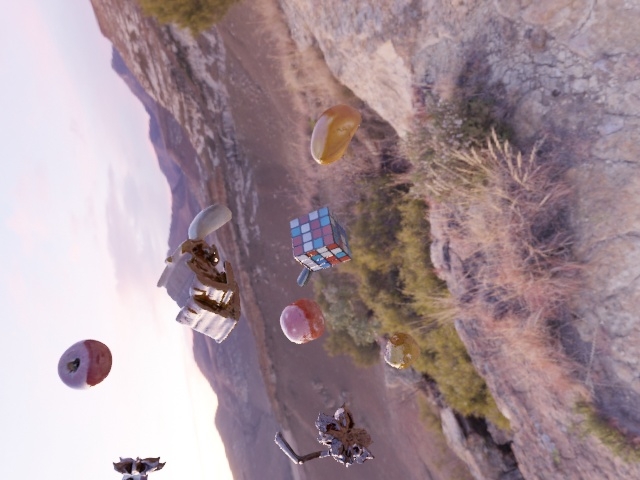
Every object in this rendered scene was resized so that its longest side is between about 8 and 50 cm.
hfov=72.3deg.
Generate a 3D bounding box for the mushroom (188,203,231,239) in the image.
[{"bbox_3d":[-0.469,-0.057,1.790,0.270,0.118,0.103,-61,-13,-46],"label":"mushroom"}]

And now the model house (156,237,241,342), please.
[{"bbox_3d":[-0.285,0.131,1.139,0.229,0.220,0.199,48,116,8],"label":"model house"}]

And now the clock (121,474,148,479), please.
[{"bbox_3d":[-0.650,0.860,1.466,0.172,0.064,0.198,-37,44,24],"label":"clock"}]

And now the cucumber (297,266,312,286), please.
[{"bbox_3d":[-0.058,0.142,1.861,0.105,0.048,0.048,-61,32,25],"label":"cucumber"}]

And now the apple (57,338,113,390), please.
[{"bbox_3d":[-0.713,0.379,1.343,0.120,0.153,0.153,56,-164,-67],"label":"apple"}]

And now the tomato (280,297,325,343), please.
[{"bbox_3d":[-0.091,0.392,2.172,0.232,0.232,0.188,-125,20,-59],"label":"tomato"}]

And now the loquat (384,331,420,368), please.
[{"bbox_3d":[0.290,0.394,1.576,0.113,0.137,0.137,41,180,-21],"label":"loquat"}]

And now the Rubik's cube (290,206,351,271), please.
[{"bbox_3d":[0.000,0.000,1.525,0.154,0.155,0.151,44,-151,-54],"label":"Rubik's cube"}]

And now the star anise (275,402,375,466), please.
[{"bbox_3d":[0.029,0.628,1.399,0.237,0.347,0.148,-115,35,-58],"label":"star anise"}]

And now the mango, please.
[{"bbox_3d":[0.043,-0.384,1.606,0.138,0.257,0.187,24,134,16],"label":"mango"}]

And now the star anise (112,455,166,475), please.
[{"bbox_3d":[-0.475,0.591,1.150,0.141,0.141,0.042,117,155,-69],"label":"star anise"}]
